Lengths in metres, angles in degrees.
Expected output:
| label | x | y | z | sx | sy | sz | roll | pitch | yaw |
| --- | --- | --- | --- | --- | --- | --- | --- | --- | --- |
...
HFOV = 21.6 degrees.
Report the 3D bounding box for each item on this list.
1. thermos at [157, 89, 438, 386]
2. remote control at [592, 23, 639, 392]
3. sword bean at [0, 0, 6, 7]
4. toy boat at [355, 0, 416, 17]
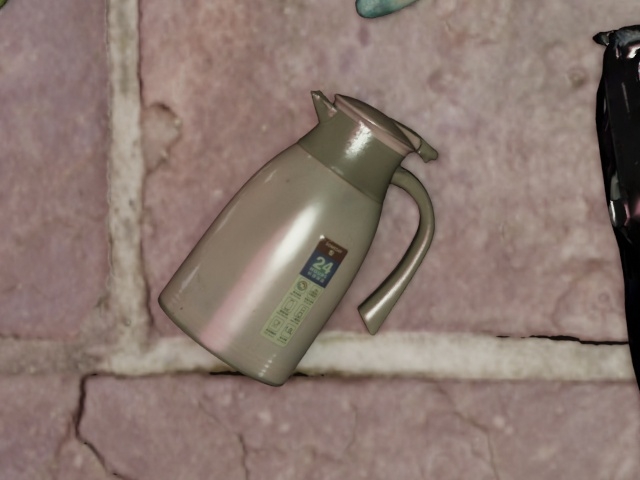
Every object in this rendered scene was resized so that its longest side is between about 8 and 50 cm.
| label | x | y | z | sx | sy | sz | roll | pitch | yaw |
| --- | --- | --- | --- | --- | --- | --- | --- | --- | --- |
| thermos | 0.000 | 0.000 | 1.130 | 0.137 | 0.105 | 0.193 | 34 | 95 | -13 |
| remote control | 0.263 | 0.051 | 1.061 | 0.144 | 0.062 | 0.399 | -10 | 89 | 16 |
| sword bean | -0.244 | -0.183 | 1.223 | 0.269 | 0.038 | 0.043 | -46 | 54 | 13 |
| toy boat | 0.065 | -0.251 | 1.105 | 0.208 | 0.079 | 0.134 | -45 | 77 | 15 |
